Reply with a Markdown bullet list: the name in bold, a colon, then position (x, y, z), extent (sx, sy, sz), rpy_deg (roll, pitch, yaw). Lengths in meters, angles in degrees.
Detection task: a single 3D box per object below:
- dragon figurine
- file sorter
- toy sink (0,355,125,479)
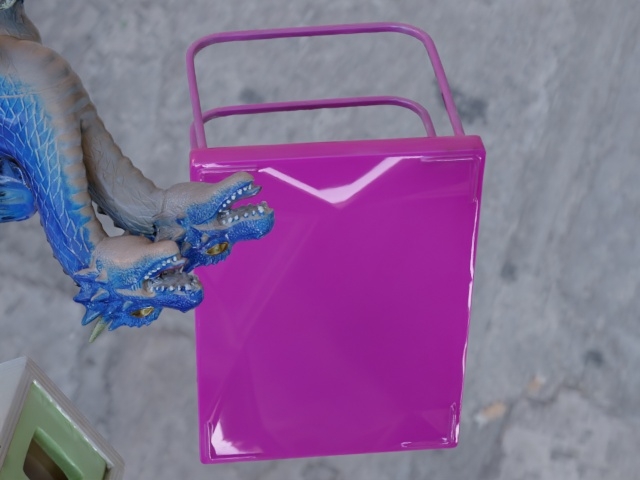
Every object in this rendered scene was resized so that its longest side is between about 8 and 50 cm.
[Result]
- **dragon figurine**: position (-0.165, -0.037, 0.727), extent (0.289, 0.085, 0.144), rpy_deg (2, 111, 18)
- **file sorter**: position (0.000, 0.000, 1.358), extent (0.202, 0.182, 0.290), rpy_deg (-3, 129, -6)
- **toy sink**: position (-0.270, 0.238, 1.464), extent (0.131, 0.234, 0.153), rpy_deg (-18, 126, 27)
